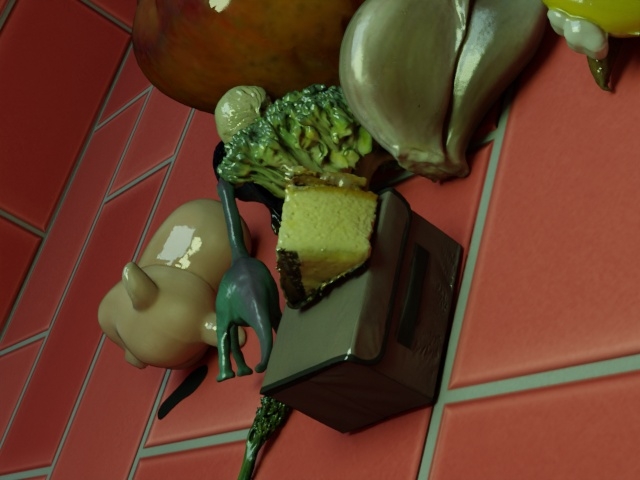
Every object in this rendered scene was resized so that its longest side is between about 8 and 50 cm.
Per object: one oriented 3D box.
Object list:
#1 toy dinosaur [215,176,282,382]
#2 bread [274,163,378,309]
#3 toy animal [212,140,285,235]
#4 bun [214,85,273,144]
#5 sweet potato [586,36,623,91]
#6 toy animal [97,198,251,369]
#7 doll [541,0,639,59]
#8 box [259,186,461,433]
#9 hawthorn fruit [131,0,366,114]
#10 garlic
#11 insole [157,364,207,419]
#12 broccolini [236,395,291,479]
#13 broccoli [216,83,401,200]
[{"bbox_3d":[-0.118,0.032,1.539,0.383,0.129,0.330,112,146,-81],"label":"toy dinosaur"},{"bbox_3d":[0.000,0.000,1.332,0.152,0.127,0.147,102,176,-50],"label":"bread"},{"bbox_3d":[-0.105,-0.112,1.817,0.122,0.185,0.298,-46,44,9],"label":"toy animal"},{"bbox_3d":[-0.111,-0.192,1.688,0.069,0.115,0.115,-9,54,48],"label":"bun"},{"bbox_3d":[0.380,-0.326,1.351,0.072,0.066,0.314,-7,59,31],"label":"sweet potato"},{"bbox_3d":[-0.241,0.080,1.864,0.326,0.237,0.269,-57,15,-3],"label":"toy animal"},{"bbox_3d":[0.367,-0.339,1.268,0.237,0.111,0.252,-22,66,10],"label":"doll"},{"bbox_3d":[0.058,0.096,1.361,0.188,0.153,0.252,-28,39,44],"label":"box"},{"bbox_3d":[-0.087,-0.413,1.841,0.472,0.472,0.471,-41,31,32],"label":"hawthorn fruit"},{"bbox_3d":[0.174,-0.281,1.464,0.340,0.231,0.246,-49,38,18],"label":"garlic"},{"bbox_3d":[-0.244,0.268,1.875,0.152,0.002,0.053,-45,29,25],"label":"insole"},{"bbox_3d":[-0.105,0.325,1.538,0.054,0.051,0.239,21,88,58],"label":"broccolini"},{"bbox_3d":[0.006,-0.112,1.591,0.288,0.245,0.248,-28,-6,0],"label":"broccoli"}]
